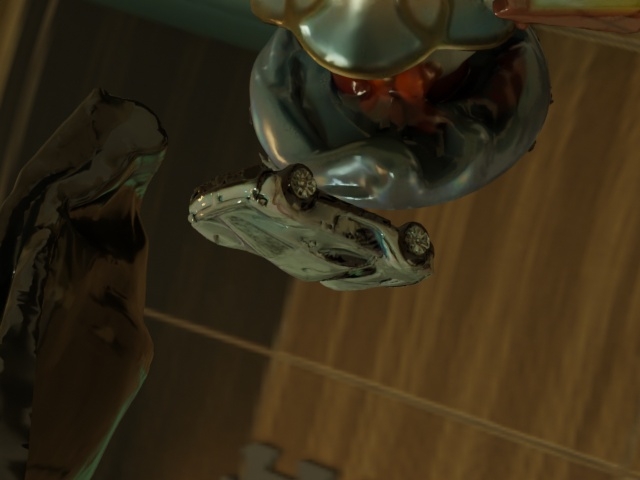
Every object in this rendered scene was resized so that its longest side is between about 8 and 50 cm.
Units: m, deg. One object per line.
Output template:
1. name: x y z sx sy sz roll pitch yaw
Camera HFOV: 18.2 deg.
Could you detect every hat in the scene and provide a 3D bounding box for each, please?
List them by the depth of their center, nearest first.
1. hat: -0.182 0.140 0.844 0.366 0.257 0.382 -31 48 14

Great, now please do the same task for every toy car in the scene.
1. toy car: 0.000 0.000 0.658 0.041 0.093 0.025 -17 57 46

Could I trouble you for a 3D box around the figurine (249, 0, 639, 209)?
1. figurine: 0.045 -0.229 1.080 0.276 0.388 0.248 5 53 14
